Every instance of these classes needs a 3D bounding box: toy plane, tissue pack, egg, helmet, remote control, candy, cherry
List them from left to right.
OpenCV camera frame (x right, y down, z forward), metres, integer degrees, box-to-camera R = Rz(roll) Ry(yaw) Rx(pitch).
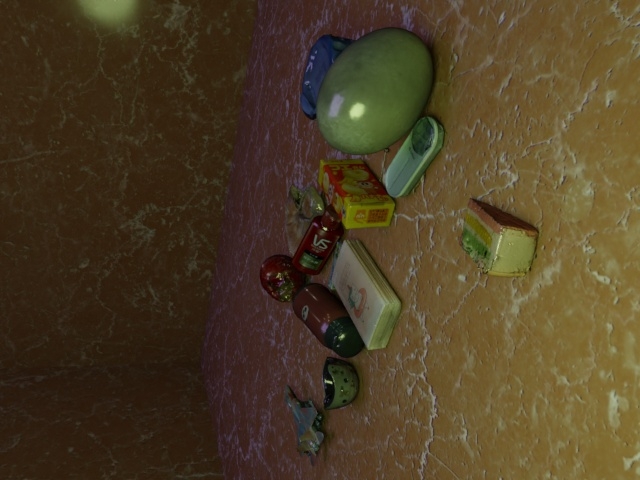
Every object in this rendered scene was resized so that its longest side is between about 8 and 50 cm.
[{"bbox_3d":[-0.160,0.140,2.036,0.175,0.192,0.250,-55,25,2],"label":"cherry"},{"bbox_3d":[-0.062,0.635,1.842,0.326,0.104,0.223,-119,40,-58],"label":"toy plane"},{"bbox_3d":[0.063,0.440,1.577,0.177,0.107,0.153,-134,46,-85],"label":"helmet"},{"bbox_3d":[0.099,-0.146,1.511,0.276,0.146,0.088,-118,29,-49],"label":"candy"},{"bbox_3d":[0.125,0.150,1.508,0.325,0.071,0.170,-120,38,-52],"label":"tissue pack"},{"bbox_3d":[0.136,-0.369,1.272,0.352,0.258,0.258,-56,21,-10],"label":"egg"},{"bbox_3d":[0.240,-0.209,1.315,0.247,0.052,0.104,121,144,-46],"label":"remote control"}]

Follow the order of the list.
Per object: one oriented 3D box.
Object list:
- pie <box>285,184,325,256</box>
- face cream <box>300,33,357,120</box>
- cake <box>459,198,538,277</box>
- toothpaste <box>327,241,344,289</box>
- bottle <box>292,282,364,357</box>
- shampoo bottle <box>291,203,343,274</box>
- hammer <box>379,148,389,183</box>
[{"bbox_3d":[-0.067,-0.065,1.991,0.337,0.075,0.337,178,90,-66],"label":"pie"},{"bbox_3d":[0.083,-0.462,1.503,0.249,0.225,0.249,-177,90,-66],"label":"face cream"},{"bbox_3d":[0.354,-0.006,1.037,0.225,0.090,0.109,-97,15,-72],"label":"cake"},{"bbox_3d":[0.065,0.083,1.692,0.034,0.046,0.164,43,125,57],"label":"toothpaste"},{"bbox_3d":[0.027,0.260,1.632,0.336,0.144,0.144,-141,57,-61],"label":"bottle"},{"bbox_3d":[0.000,0.001,1.773,0.314,0.118,0.076,-60,1,46],"label":"shampoo bottle"},{"bbox_3d":[0.183,-0.212,1.500,0.029,0.014,0.123,-111,28,-69],"label":"hammer"}]
